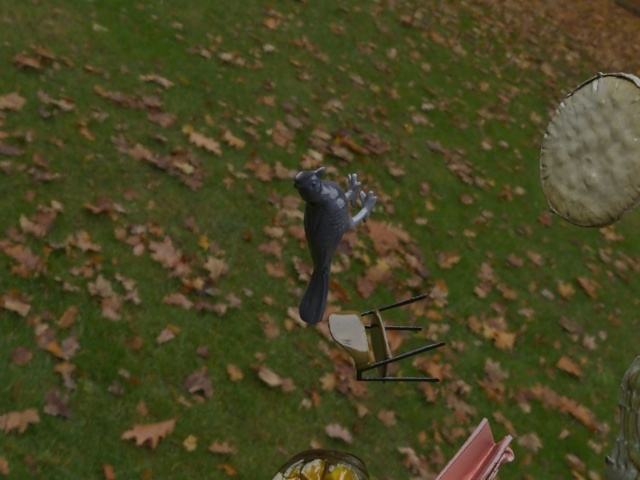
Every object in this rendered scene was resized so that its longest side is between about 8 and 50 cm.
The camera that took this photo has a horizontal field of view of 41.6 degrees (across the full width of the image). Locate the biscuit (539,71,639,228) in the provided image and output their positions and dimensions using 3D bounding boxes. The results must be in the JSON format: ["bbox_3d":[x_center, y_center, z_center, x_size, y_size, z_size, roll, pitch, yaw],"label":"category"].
[{"bbox_3d":[0.262,-0.085,0.795,0.020,0.152,0.152,8,35,-31],"label":"biscuit"}]

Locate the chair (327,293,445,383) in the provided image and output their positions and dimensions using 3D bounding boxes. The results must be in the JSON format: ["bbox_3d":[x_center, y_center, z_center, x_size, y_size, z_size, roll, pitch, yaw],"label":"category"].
[{"bbox_3d":[0.140,0.229,1.916,0.247,0.172,0.159,-8,46,-6],"label":"chair"}]

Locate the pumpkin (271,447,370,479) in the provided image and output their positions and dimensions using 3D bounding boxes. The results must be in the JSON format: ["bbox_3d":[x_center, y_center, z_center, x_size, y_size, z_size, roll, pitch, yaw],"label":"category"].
[{"bbox_3d":[-0.007,0.403,1.490,0.130,0.254,0.149,46,40,-16],"label":"pumpkin"}]

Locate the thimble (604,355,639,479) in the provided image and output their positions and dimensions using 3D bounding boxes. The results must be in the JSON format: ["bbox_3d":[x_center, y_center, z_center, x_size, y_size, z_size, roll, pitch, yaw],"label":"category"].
[{"bbox_3d":[0.377,0.194,0.834,0.137,0.143,0.190,13,-7,-38],"label":"thimble"}]

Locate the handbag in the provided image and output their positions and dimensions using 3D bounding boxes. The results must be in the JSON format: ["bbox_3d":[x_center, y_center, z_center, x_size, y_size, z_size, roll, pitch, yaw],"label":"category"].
[{"bbox_3d":[0.159,0.321,1.011,0.059,0.212,0.157,33,54,22],"label":"handbag"}]

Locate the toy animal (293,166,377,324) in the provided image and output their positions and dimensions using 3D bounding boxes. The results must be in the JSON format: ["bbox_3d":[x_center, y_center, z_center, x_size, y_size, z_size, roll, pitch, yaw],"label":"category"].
[{"bbox_3d":[0.020,-0.032,1.517,0.081,0.367,0.206,26,52,26],"label":"toy animal"}]
